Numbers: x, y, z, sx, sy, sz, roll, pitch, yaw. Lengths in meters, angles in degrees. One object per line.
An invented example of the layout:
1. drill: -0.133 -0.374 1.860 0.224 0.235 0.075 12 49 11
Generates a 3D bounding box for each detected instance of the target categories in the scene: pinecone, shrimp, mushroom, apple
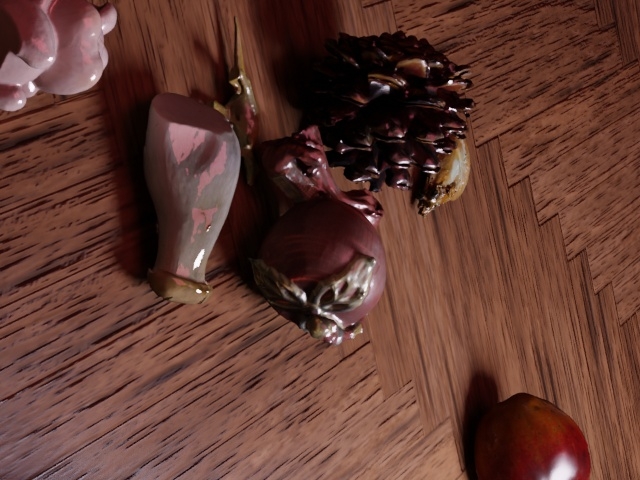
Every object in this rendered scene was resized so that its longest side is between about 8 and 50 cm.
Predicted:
1. pinecone: 0.084 -0.158 2.045 0.221 0.221 0.221 16 71 -57
2. shrimp: 0.178 -0.089 2.335 0.184 0.043 0.091 -51 131 -50
3. mushroom: -0.143 -0.045 1.773 0.116 0.093 0.225 0 94 -44
4. apple: 0.293 0.302 2.357 0.147 0.156 0.158 5 52 -59

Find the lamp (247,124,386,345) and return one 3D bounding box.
1. lamp: -0.010 0.006 1.930 0.215 0.151 0.223 51 19 -39

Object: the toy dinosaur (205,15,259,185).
1. toy dinosaur: -0.088 -0.160 1.928 0.126 0.039 0.162 58 36 -52

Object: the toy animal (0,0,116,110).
1. toy animal: -0.246 -0.194 1.596 0.212 0.124 0.124 -18 100 -54
